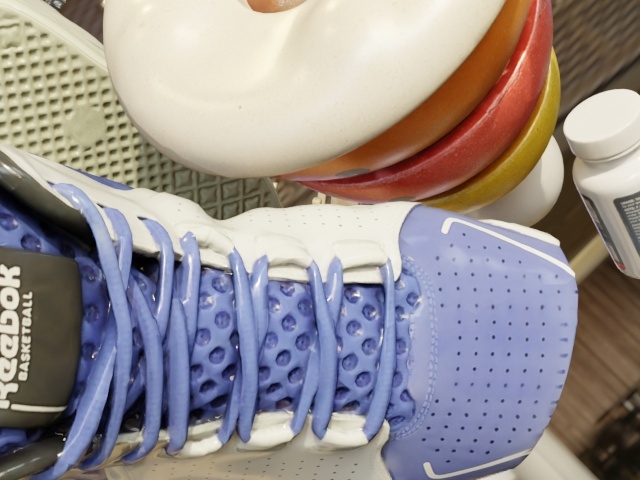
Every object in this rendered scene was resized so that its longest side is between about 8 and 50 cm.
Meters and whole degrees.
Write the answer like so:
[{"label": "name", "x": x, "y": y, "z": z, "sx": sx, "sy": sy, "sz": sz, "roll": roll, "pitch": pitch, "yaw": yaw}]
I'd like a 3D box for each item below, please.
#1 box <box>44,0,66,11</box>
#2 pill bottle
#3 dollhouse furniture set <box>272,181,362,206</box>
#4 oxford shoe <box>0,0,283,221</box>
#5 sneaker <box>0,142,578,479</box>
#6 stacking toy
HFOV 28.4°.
[{"label": "box", "x": -0.402, "y": -0.357, "z": 1.906, "sx": 0.067, "sy": 0.018, "sz": 0.083, "roll": -42, "pitch": 22, "yaw": 23}, {"label": "pill bottle", "x": 0.316, "y": -0.058, "z": 1.273, "sx": 0.108, "sy": 0.108, "sz": 0.180, "roll": -41, "pitch": -58, "yaw": -13}, {"label": "dollhouse furniture set", "x": 0.000, "y": 0.000, "z": 1.814, "sx": 0.262, "sy": 0.259, "sz": 0.135, "roll": -52, "pitch": -31, "yaw": -70}, {"label": "oxford shoe", "x": -0.194, "y": -0.089, "z": 1.191, "sx": 0.449, "sy": 0.130, "sz": 0.169, "roll": 38, "pitch": -88, "yaw": -36}, {"label": "sneaker", "x": -0.061, "y": 0.039, "z": 0.418, "sx": 0.182, "sy": 0.316, "sz": 0.127, "roll": -169, "pitch": 86, "yaw": -82}, {"label": "stacking toy", "x": 0.091, "y": -0.129, "z": 1.044, "sx": 0.350, "sy": 0.350, "sz": 0.480, "roll": -46, "pitch": -40, "yaw": 6}]
